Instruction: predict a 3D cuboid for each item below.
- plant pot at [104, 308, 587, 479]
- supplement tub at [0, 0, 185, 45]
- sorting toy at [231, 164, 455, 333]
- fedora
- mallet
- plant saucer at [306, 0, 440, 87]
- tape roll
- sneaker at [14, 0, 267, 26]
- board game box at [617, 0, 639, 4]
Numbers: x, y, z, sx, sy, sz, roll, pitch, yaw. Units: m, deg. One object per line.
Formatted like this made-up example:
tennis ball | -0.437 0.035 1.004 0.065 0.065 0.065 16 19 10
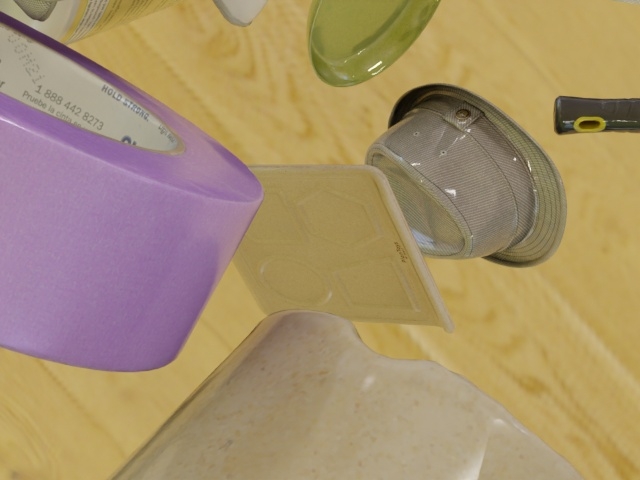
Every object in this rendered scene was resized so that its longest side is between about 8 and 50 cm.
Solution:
plant pot | -0.025 0.213 0.782 0.334 0.334 0.305 37 71 -2
supplement tub | -0.178 -0.258 1.114 0.331 0.241 0.241 -28 86 -37
sorting toy | 0.000 0.000 1.372 0.208 0.193 0.038 6 51 32
fedora | 0.154 -0.059 1.993 0.124 0.243 0.275 -32 61 -31
mallet | 0.196 -0.045 0.700 0.190 0.062 0.039 -4 44 10
plant saucer | 0.064 -0.295 1.967 0.241 0.241 0.037 -44 62 -13
tape roll | -0.166 -0.048 0.748 0.275 0.275 0.090 28 100 -4
sneaker | -0.168 -0.186 0.816 0.331 0.122 0.146 14 112 -2
board game box | 0.273 -0.287 1.100 0.390 0.390 0.050 1 55 -36
